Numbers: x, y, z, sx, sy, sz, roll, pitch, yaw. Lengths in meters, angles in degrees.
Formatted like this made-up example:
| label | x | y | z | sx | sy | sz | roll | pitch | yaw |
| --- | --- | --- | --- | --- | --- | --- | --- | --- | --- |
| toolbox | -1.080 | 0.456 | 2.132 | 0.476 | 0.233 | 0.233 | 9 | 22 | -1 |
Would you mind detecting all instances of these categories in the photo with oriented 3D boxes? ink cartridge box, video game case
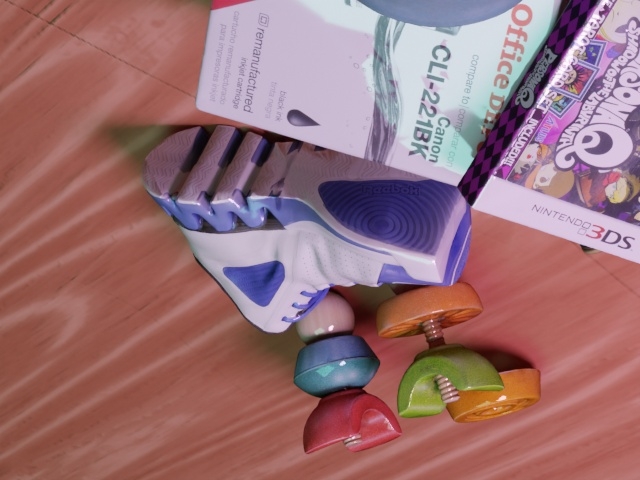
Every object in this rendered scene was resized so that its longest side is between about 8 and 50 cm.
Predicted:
| label | x | y | z | sx | sy | sz | roll | pitch | yaw |
| --- | --- | --- | --- | --- | --- | --- | --- | --- | --- |
| ink cartridge box | 0.055 | -0.172 | 1.581 | 0.273 | 0.114 | 0.197 | 17 | 123 | 7 |
| video game case | 0.250 | -0.097 | 1.528 | 0.210 | 0.042 | 0.232 | 17 | 116 | -29 |

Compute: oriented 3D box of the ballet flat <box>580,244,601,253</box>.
| label | x | y | z | sx | sy | sz | roll | pitch | yaw |
| --- | --- | --- | --- | --- | --- | --- | --- | --- | --- |
| ballet flat | 0.287 | -0.057 | 1.659 | 0.073 | 0.080 | 0.232 | 12 | 143 | -12 |

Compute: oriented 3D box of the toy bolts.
| label | x | y | z | sx | sy | sz | roll | pitch | yaw |
| --- | --- | --- | --- | --- | --- | --- | --- | --- | --- |
| toy bolts | 0.084 | 0.103 | 1.923 | 0.228 | 0.158 | 0.218 | -23 | 163 | 29 |

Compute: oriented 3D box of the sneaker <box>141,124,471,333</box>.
| label | x | y | z | sx | sy | sz | roll | pitch | yaw |
| --- | --- | --- | --- | --- | --- | --- | --- | --- | --- |
| sneaker | -0.001 | 0.000 | 1.835 | 0.316 | 0.127 | 0.182 | 11 | 142 | 25 |

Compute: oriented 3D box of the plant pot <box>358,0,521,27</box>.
| label | x | y | z | sx | sy | sz | roll | pitch | yaw |
| --- | --- | --- | --- | --- | --- | --- | --- | --- | --- |
| plant pot | 0.087 | -0.289 | 1.374 | 0.272 | 0.271 | 0.255 | 18 | 153 | 8 |
